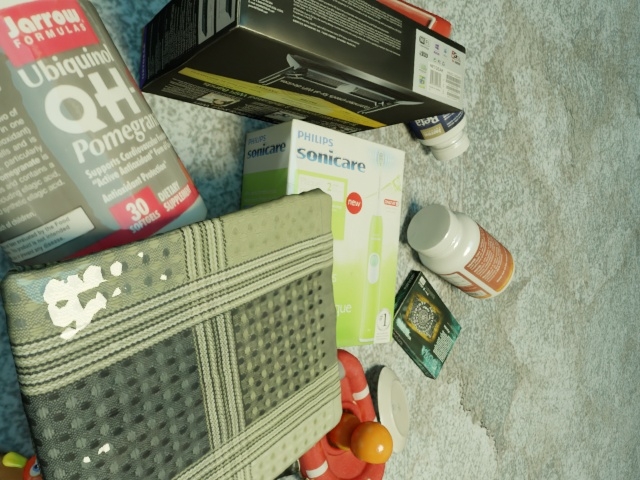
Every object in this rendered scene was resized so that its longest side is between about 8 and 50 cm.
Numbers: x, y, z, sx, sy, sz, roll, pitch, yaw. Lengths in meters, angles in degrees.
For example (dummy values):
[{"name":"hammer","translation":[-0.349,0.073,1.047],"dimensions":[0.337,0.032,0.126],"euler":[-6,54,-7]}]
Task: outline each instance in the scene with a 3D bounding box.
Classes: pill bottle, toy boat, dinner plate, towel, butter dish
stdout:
[{"name":"pill bottle","translation":[-0.250,-0.117,0.399],"dimensions":[0.176,0.176,0.319],"euler":[-40,116,-31]},{"name":"toy boat","translation":[0.043,0.284,0.673],"dimensions":[0.151,0.151,0.231],"euler":[-26,108,-35]},{"name":"dinner plate","translation":[0.130,0.289,0.788],"dimensions":[0.141,0.017,0.141],"euler":[44,37,-48]},{"name":"pill bottle","translation":[0.201,-0.230,0.814],"dimensions":[0.094,0.094,0.169],"euler":[-50,120,-26]},{"name":"towel","translation":[-0.096,0.125,0.442],"dimensions":[0.324,0.056,0.313],"euler":[-20,113,-45]},{"name":"pill bottle","translation":[0.262,0.020,0.858],"dimensions":[0.216,0.121,0.121],"euler":[31,73,-36]},{"name":"butter dish","translation":[0.099,-0.292,0.721],"dimensions":[0.159,0.118,0.160],"euler":[27,65,4]}]

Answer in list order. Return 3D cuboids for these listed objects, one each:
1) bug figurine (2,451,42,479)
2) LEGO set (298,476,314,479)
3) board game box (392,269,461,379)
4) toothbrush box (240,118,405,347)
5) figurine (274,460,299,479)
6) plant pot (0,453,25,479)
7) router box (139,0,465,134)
[{"name":"bug figurine","translation":[-0.175,0.166,0.485],"dimensions":[0.216,0.072,0.279],"euler":[50,40,-38]},{"name":"LEGO set","translation":[-0.014,0.365,0.653],"dimensions":[0.023,0.054,0.083],"euler":[-18,141,-23]},{"name":"board game box","translation":[0.198,0.163,0.874],"dimensions":[0.186,0.026,0.126],"euler":[50,63,-29]},{"name":"toothbrush box","translation":[0.000,0.000,0.645],"dimensions":[0.206,0.122,0.284],"euler":[6,87,-38]},{"name":"figurine","translation":[-0.122,0.375,0.596],"dimensions":[0.209,0.092,0.215],"euler":[-21,106,-29]},{"name":"plant pot","translation":[-0.298,0.342,0.340],"dimensions":[0.203,0.291,0.291],"euler":[-45,119,-9]},{"name":"router box","translation":[-0.020,-0.202,0.541],"dimensions":[0.308,0.242,0.081],"euler":[3,90,-40]}]
